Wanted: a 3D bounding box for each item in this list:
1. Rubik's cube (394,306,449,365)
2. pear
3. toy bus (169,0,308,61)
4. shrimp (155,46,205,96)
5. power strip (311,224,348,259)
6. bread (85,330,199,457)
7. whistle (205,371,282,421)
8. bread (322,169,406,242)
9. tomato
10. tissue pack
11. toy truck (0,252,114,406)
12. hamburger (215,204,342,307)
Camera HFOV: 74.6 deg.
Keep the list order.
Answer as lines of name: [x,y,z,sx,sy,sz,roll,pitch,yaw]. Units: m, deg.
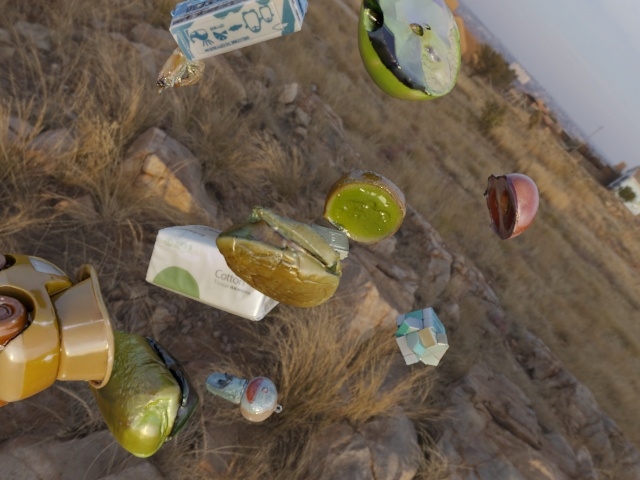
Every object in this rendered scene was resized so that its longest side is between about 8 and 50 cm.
Rubik's cube: [0.467,0.446,1.922,0.265,0.225,0.212,51,31,-31]
pear: [0.244,-0.593,1.275,0.399,0.165,0.398,9,75,-34]
toy bus: [-0.184,-0.501,0.938,0.106,0.298,0.130,61,26,-50]
shrimp: [-0.386,-0.461,1.154,0.041,0.180,0.099,24,-18,38]
power strip: [0.000,0.000,1.153,0.175,0.042,0.075,12,49,-21]
bread: [-0.542,0.441,1.254,0.377,0.251,0.208,30,-16,40]
whistle: [-0.320,0.638,1.769,0.348,0.189,0.189,23,33,2]
bread: [0.122,-0.091,1.189,0.236,0.236,0.069,36,40,-17]
tomato: [0.569,-0.102,1.223,0.228,0.112,0.199,-80,162,-76]
tissue pack: [-0.288,0.084,1.267,0.357,0.193,0.266,19,7,7]
toy truck: [-0.507,0.147,0.733,0.212,0.204,0.288,-4,36,-45]
hamburger: [-0.089,0.048,0.899,0.266,0.134,0.285,27,-17,15]
